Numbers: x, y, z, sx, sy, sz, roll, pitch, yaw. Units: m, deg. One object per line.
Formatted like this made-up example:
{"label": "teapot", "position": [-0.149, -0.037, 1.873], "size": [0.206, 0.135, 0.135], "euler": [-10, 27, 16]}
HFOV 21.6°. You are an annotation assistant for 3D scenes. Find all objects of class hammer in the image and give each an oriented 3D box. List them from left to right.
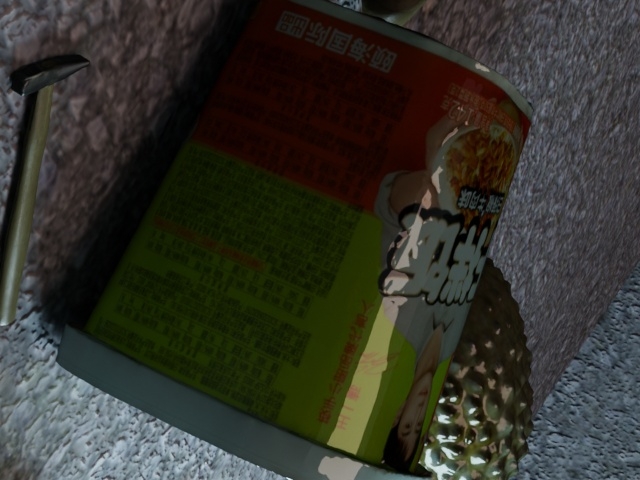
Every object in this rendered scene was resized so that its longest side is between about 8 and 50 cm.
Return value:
{"label": "hammer", "position": [-0.184, -0.028, 1.059], "size": [0.062, 0.013, 0.199], "euler": [-33, 148, -50]}

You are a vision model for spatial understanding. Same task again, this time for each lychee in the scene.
{"label": "lychee", "position": [0.082, 0.117, 1.549], "size": [0.255, 0.274, 0.255], "euler": [-44, 176, -4]}

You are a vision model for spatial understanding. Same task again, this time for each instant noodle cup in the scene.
{"label": "instant noodle cup", "position": [0.000, 0.000, 1.215], "size": [0.308, 0.294, 0.294], "euler": [-67, 160, -2]}

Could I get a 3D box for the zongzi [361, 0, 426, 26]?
{"label": "zongzi", "position": [0.036, -0.210, 1.254], "size": [0.189, 0.081, 0.178], "euler": [-11, 139, -57]}
